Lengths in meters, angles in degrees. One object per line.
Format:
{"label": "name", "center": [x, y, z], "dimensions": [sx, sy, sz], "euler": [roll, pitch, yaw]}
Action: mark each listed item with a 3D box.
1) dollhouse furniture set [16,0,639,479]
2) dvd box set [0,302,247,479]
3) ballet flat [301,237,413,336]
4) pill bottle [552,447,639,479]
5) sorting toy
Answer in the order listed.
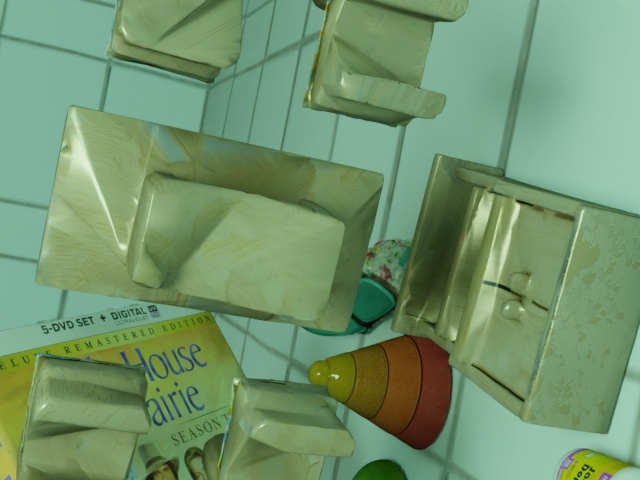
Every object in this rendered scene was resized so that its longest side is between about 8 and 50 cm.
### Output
{"label": "dollhouse furniture set", "center": [0.000, 0.000, 0.688], "dimensions": [0.256, 0.394, 0.362], "euler": [-147, 69, -70]}
{"label": "dvd box set", "center": [-0.108, 0.250, 0.763], "dimensions": [0.062, 0.308, 0.420], "euler": [-36, 76, 26]}
{"label": "ballet flat", "center": [0.046, 0.055, 1.041], "dimensions": [0.077, 0.091, 0.241], "euler": [-54, 12, -26]}
{"label": "pill bottle", "center": [0.190, 0.164, 0.595], "dimensions": [0.083, 0.043, 0.043], "euler": [-179, 99, -71]}
{"label": "sorting toy", "center": [0.017, 0.254, 0.918], "dimensions": [0.127, 0.126, 0.365], "euler": [-140, 63, -68]}
